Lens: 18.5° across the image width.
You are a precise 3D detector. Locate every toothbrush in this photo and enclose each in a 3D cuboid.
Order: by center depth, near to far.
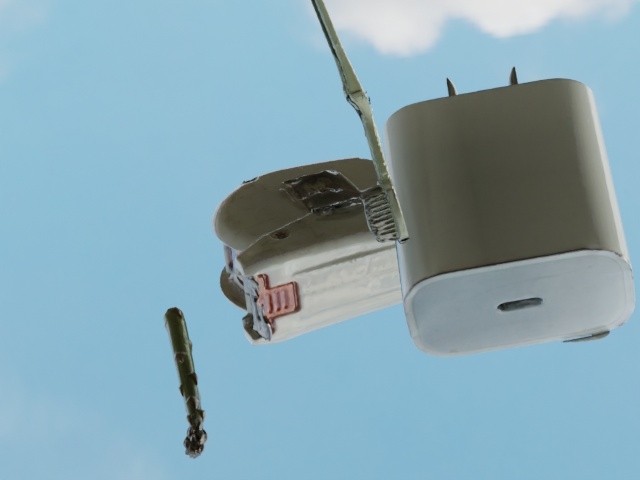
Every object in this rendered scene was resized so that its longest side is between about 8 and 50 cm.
[{"bbox_3d":[0.013,-0.133,1.451,0.028,0.294,0.026,-19,-169,-10],"label":"toothbrush"}]

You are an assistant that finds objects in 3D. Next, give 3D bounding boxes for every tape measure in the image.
[{"bbox_3d":[0.000,0.000,2.234,0.258,0.130,0.265,-17,-151,-18],"label":"tape measure"}]

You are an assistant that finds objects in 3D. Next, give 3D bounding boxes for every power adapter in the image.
[{"bbox_3d":[0.151,-0.044,1.651,0.187,0.124,0.255,-9,-127,5],"label":"power adapter"}]

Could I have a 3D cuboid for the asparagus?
[{"bbox_3d":[-0.123,0.131,1.814,0.025,0.024,0.248,-9,-150,-5],"label":"asparagus"}]
